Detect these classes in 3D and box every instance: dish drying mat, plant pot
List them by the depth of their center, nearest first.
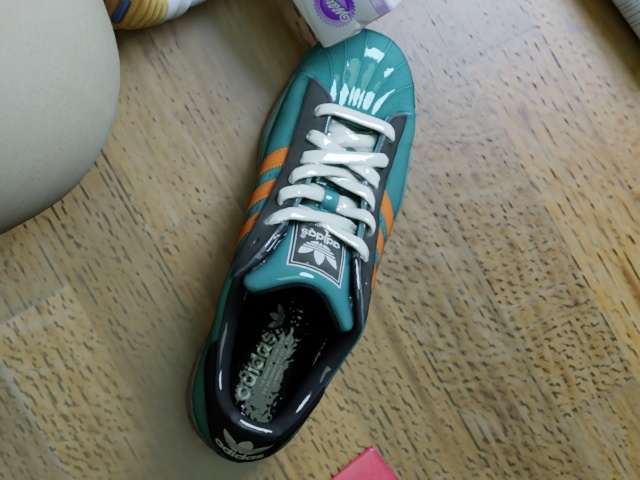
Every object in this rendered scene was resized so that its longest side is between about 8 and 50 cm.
[{"bbox_3d":[-0.231,-0.105,0.940,0.191,0.284,0.284,20,80,-47],"label":"plant pot"},{"bbox_3d":[0.012,0.176,1.076,0.083,0.008,0.032,-38,95,-13],"label":"dish drying mat"}]

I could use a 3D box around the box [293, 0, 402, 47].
[{"bbox_3d":[-0.052,-0.276,1.002,0.324,0.063,0.067,55,37,-12],"label":"box"}]

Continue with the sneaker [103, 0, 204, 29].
[{"bbox_3d":[-0.146,-0.281,1.044,0.131,0.112,0.296,-27,90,-33],"label":"sneaker"}]

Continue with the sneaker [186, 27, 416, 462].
[{"bbox_3d":[0.000,0.000,1.028,0.108,0.121,0.302,19,82,-10],"label":"sneaker"}]

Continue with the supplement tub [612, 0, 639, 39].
[{"bbox_3d":[0.237,-0.180,1.116,0.071,0.071,0.107,-38,94,-12],"label":"supplement tub"}]
